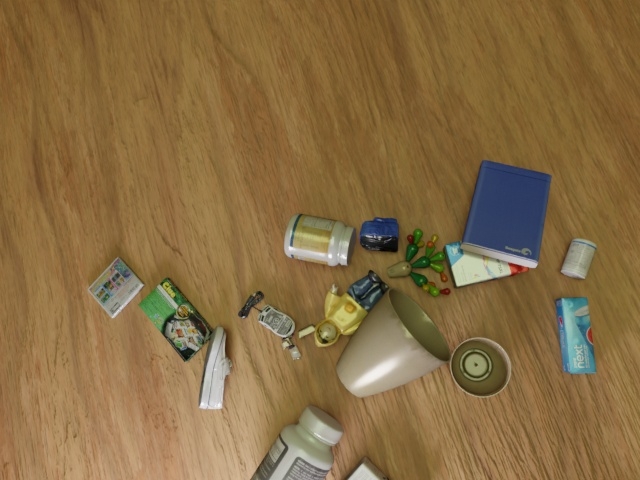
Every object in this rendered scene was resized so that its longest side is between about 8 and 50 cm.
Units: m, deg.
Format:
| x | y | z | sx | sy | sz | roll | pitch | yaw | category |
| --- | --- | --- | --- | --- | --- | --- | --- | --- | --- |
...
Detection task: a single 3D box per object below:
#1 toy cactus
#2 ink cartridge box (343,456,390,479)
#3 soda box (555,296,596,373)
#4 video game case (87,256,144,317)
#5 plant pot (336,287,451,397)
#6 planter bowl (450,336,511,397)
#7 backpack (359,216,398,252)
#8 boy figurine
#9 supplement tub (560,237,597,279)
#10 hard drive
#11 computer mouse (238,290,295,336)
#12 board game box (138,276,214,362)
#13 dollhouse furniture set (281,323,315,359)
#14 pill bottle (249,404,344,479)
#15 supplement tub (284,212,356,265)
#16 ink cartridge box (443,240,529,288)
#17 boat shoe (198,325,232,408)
| x | y | z | sx | sy | sz | roll | pitch | yaw | category |
| --- | --- | --- | --- | --- | --- | --- | --- | --- | --- |
| 0.294 | 0.078 | 1.525 | 0.181 | 0.112 | 0.218 | -19 | 85 | 16 | toy cactus |
| 0.152 | 0.751 | 1.417 | 0.203 | 0.086 | 0.148 | 42 | 89 | 14 | ink cartridge box |
| 0.726 | 0.269 | 1.420 | 0.071 | 0.067 | 0.210 | -3 | 79 | 9 | soda box |
| -0.704 | 0.161 | 1.717 | 0.143 | 0.019 | 0.157 | 43 | 90 | 15 | video game case |
| 0.183 | 0.320 | 1.431 | 0.274 | 0.256 | 0.256 | -44 | 75 | 17 | plant pot |
| 0.452 | 0.359 | 1.429 | 0.162 | 0.109 | 0.162 | -2 | 79 | 10 | planter bowl |
| 0.183 | -0.019 | 1.559 | 0.120 | 0.098 | 0.101 | 1 | 50 | 10 | backpack |
| 0.080 | 0.213 | 1.532 | 0.285 | 0.092 | 0.177 | -41 | 85 | -2 | boy figurine |
| 0.754 | 0.053 | 1.455 | 0.071 | 0.071 | 0.107 | 22 | 85 | 13 | supplement tub |
| 0.552 | -0.088 | 1.476 | 0.210 | 0.040 | 0.318 | 15 | 61 | 12 | hard drive |
| -0.163 | 0.246 | 1.595 | 0.193 | 0.042 | 0.106 | 31 | 81 | 20 | computer mouse |
| -0.476 | 0.260 | 1.653 | 0.136 | 0.030 | 0.259 | -44 | 75 | 2 | board game box |
| -0.051 | 0.321 | 1.547 | 0.114 | 0.091 | 0.081 | -27 | 91 | 1 | dollhouse furniture set |
| -0.071 | 0.645 | 1.431 | 0.176 | 0.176 | 0.318 | 33 | 86 | 14 | pill bottle |
| 0.000 | 0.000 | 1.559 | 0.200 | 0.144 | 0.144 | 11 | 81 | 12 | supplement tub |
| 0.500 | 0.053 | 1.496 | 0.231 | 0.078 | 0.134 | -15 | 77 | 6 | ink cartridge box |
| -0.322 | 0.401 | 1.576 | 0.084 | 0.095 | 0.258 | 12 | 88 | -19 | boat shoe |
